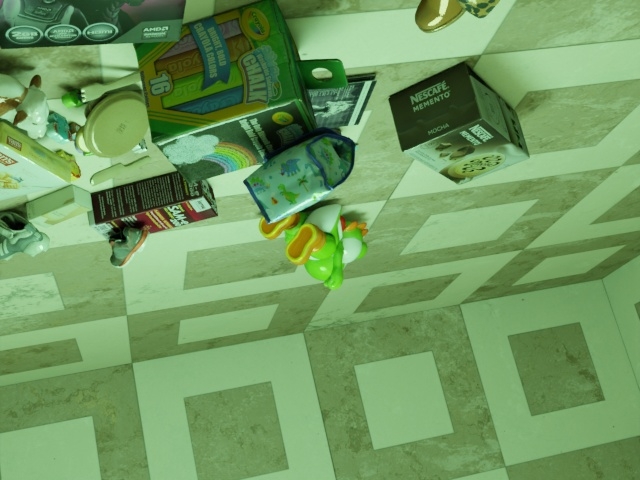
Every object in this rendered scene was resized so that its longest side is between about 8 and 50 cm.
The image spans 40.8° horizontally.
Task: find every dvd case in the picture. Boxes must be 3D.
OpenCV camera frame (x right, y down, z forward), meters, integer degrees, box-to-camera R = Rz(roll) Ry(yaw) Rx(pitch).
[{"bbox_3d":[-0.020,-0.244,1.573,0.221,0.018,0.164,-8,160,-13],"label":"dvd case"}]

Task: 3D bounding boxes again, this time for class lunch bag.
[{"bbox_3d":[-0.023,-0.105,1.297,0.129,0.096,0.151,-25,-173,28],"label":"lunch bag"}]

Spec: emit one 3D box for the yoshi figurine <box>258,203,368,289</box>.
[{"bbox_3d":[-0.011,0.026,2.150,0.203,0.203,0.362,-5,170,29],"label":"yoshi figurine"}]

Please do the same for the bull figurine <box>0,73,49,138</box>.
[{"bbox_3d":[-0.539,-0.198,1.208,0.189,0.101,0.310,-22,161,29],"label":"bull figurine"}]

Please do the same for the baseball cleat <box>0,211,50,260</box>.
[{"bbox_3d":[-0.639,-0.013,1.769,0.206,0.072,0.109,-7,131,36],"label":"baseball cleat"}]

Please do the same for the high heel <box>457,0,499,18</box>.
[{"bbox_3d":[0.291,-0.395,1.114,0.261,0.093,0.186,-13,135,5],"label":"high heel"}]

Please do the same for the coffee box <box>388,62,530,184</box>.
[{"bbox_3d":[0.279,-0.219,1.697,0.168,0.118,0.297,-21,161,25],"label":"coffee box"}]

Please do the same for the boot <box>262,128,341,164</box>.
[{"bbox_3d":[-0.055,-0.151,1.685,0.219,0.106,0.082,-12,162,-5],"label":"boot"}]

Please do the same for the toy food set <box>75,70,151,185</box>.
[{"bbox_3d":[-0.335,-0.189,1.389,0.132,0.038,0.192,-27,143,-32],"label":"toy food set"}]

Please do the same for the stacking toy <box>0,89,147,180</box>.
[{"bbox_3d":[-0.419,-0.172,1.451,0.167,0.052,0.221,-19,160,17],"label":"stacking toy"}]

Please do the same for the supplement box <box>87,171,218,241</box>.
[{"bbox_3d":[-0.345,-0.070,1.778,0.240,0.073,0.130,-15,162,3],"label":"supplement box"}]

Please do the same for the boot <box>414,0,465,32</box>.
[{"bbox_3d":[0.158,-0.380,1.212,0.152,0.072,0.197,0,145,-39],"label":"boot"}]

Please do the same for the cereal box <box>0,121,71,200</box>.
[{"bbox_3d":[-0.565,-0.119,1.438,0.240,0.047,0.173,-10,158,22],"label":"cereal box"}]

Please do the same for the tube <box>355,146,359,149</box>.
[{"bbox_3d":[-0.021,-0.152,1.815,0.207,0.052,0.080,-31,166,28],"label":"tube"}]

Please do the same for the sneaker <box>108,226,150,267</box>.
[{"bbox_3d":[-0.409,0.005,1.780,0.065,0.061,0.158,28,143,-23],"label":"sneaker"}]

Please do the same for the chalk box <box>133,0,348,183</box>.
[{"bbox_3d":[-0.106,-0.230,1.304,0.289,0.179,0.180,-16,161,5],"label":"chalk box"}]

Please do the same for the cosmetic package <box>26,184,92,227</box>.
[{"bbox_3d":[-0.519,-0.067,1.712,0.115,0.041,0.060,-19,161,19],"label":"cosmetic package"}]

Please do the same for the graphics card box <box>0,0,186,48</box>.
[{"bbox_3d":[-0.257,-0.354,0.956,0.233,0.094,0.371,-7,162,-19],"label":"graphics card box"}]
